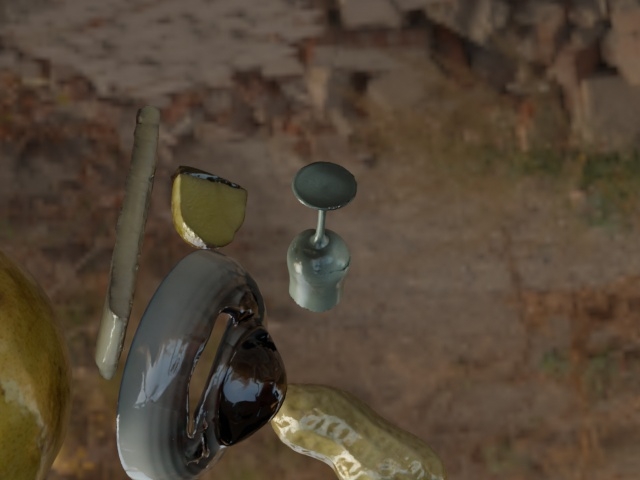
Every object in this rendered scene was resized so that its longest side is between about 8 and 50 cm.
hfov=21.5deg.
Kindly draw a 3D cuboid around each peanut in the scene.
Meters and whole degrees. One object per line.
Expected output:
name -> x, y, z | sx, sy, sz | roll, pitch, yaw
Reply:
peanut -> 0.047, 0.289, 2.331 | 0.274, 0.125, 0.111 | 31, 146, 1

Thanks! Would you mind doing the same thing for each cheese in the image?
cheese -> -0.196, -0.009, 1.744 | 0.034, 0.400, 0.085 | 7, 123, -3

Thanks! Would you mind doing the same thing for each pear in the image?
pear -> -0.388, 0.137, 1.669 | 0.314, 0.314, 0.314 | -2, 157, -1

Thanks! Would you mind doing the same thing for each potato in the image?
potato -> -0.147, -0.025, 2.065 | 0.096, 0.103, 0.066 | 20, 142, -15

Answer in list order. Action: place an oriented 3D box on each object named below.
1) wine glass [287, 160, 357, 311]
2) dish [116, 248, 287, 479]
wine glass -> 0.000, 0.000, 2.011 | 0.079, 0.079, 0.195 | 0, 139, -5
dish -> -0.103, 0.155, 1.864 | 0.134, 0.273, 0.273 | 14, 163, 20
